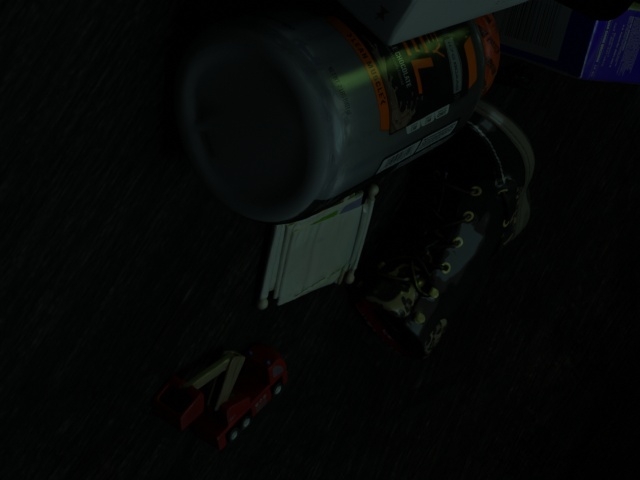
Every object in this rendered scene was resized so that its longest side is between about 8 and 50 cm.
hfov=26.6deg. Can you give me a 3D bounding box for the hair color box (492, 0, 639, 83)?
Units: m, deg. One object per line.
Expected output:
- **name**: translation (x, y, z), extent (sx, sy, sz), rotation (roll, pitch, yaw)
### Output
- **hair color box**: translation (0.356, -0.284, 1.833), extent (0.339, 0.185, 0.110), rotation (-8, 117, -54)

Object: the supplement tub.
- **supplement tub**: translation (0.030, -0.163, 1.380), extent (0.338, 0.207, 0.207), rotation (-31, 141, -46)

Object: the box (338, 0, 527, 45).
- **box**: translation (0.124, -0.347, 1.319), extent (0.345, 0.215, 0.168), rotation (-27, 156, -49)

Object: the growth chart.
- **growth chart**: translation (0.000, 0.000, 1.690), extent (0.237, 0.021, 0.172), rotation (-16, 129, -55)

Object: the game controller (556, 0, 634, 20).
- **game controller**: translation (0.274, -0.362, 1.530), extent (0.067, 0.319, 0.166), rotation (5, 113, -29)

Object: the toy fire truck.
- **toy fire truck**: translation (-0.115, 0.178, 1.631), extent (0.192, 0.047, 0.135), rotation (-44, 147, -32)

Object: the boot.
- **boot**: translation (0.162, -0.015, 1.844), extent (0.284, 0.138, 0.377), rotation (-53, 158, -15)

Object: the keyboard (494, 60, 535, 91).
- **keyboard**: translation (0.239, -0.231, 1.804), extent (0.192, 0.100, 0.038), rotation (3, 102, -62)
